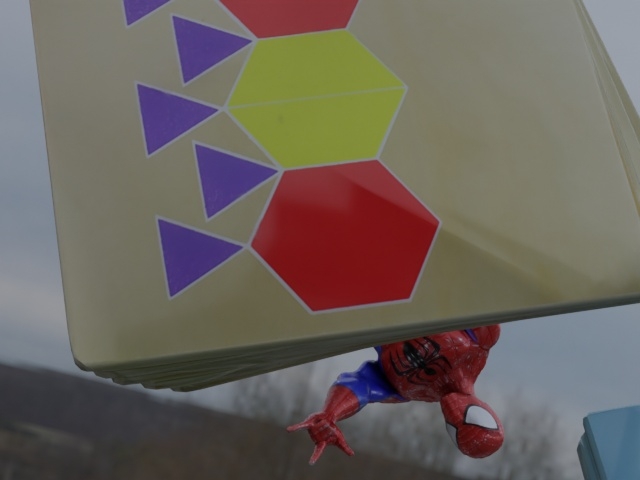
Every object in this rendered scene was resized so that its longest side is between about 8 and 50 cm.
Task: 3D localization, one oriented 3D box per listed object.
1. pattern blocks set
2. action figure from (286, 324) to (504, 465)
[{"bbox_3d":[-0.001,-0.049,0.482,0.285,0.324,0.026,0,-33,-3],"label":"pattern blocks set"},{"bbox_3d":[0.000,0.000,0.969,0.280,0.091,0.139,55,20,3],"label":"action figure"}]
